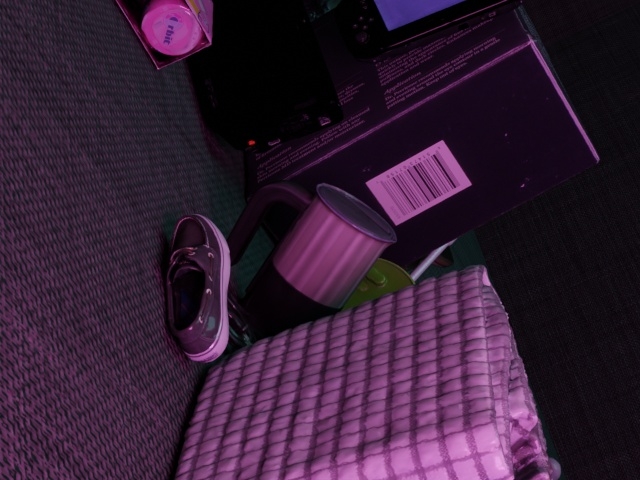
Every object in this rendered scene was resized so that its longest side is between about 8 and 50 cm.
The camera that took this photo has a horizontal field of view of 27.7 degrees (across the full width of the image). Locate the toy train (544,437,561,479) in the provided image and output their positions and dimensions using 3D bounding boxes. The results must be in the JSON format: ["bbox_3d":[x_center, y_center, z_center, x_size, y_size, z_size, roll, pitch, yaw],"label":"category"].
[{"bbox_3d":[0.125,0.222,1.232,0.334,0.190,0.142,55,15,-41],"label":"toy train"}]

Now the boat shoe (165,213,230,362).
[{"bbox_3d":[-0.097,0.028,0.994,0.040,0.049,0.142,53,18,-45],"label":"boat shoe"}]

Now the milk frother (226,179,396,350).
[{"bbox_3d":[-0.023,0.027,1.108,0.129,0.134,0.143,30,17,-11],"label":"milk frother"}]

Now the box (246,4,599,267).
[{"bbox_3d":[0.096,-0.149,1.481,0.179,0.343,0.312,52,17,-32],"label":"box"}]

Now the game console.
[{"bbox_3d":[0.036,-0.231,1.351,0.044,0.361,0.213,65,5,-56],"label":"game console"}]

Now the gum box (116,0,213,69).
[{"bbox_3d":[-0.174,-0.272,1.239,0.188,0.062,0.107,59,12,-28],"label":"gum box"}]

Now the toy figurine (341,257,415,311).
[{"bbox_3d":[0.038,0.102,1.389,0.173,0.130,0.159,43,-18,35],"label":"toy figurine"}]

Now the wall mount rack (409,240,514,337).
[{"bbox_3d":[0.201,0.147,1.906,0.350,0.130,0.304,62,11,-20],"label":"wall mount rack"}]

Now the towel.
[{"bbox_3d":[0.036,0.141,0.895,0.283,0.235,0.121,-82,152,-70],"label":"towel"}]

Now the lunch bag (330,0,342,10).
[{"bbox_3d":[-0.014,-0.403,1.971,0.287,0.169,0.235,57,10,-14],"label":"lunch bag"}]

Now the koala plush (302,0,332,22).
[{"bbox_3d":[-0.081,-0.385,1.651,0.221,0.203,0.196,33,32,-49],"label":"koala plush"}]

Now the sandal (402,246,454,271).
[{"bbox_3d":[0.128,-0.003,2.041,0.303,0.086,0.120,-5,76,-63],"label":"sandal"}]
